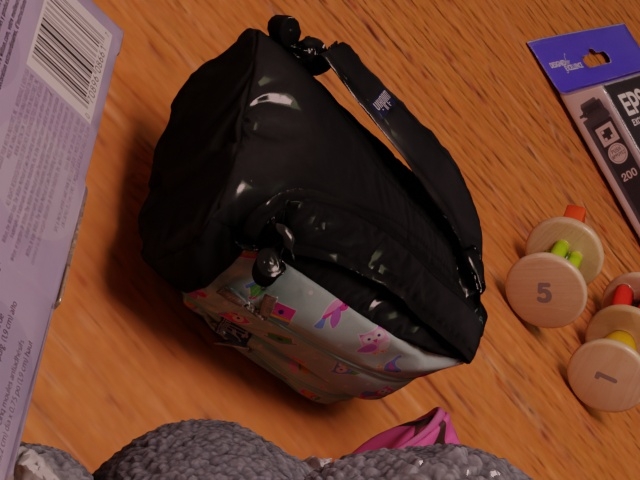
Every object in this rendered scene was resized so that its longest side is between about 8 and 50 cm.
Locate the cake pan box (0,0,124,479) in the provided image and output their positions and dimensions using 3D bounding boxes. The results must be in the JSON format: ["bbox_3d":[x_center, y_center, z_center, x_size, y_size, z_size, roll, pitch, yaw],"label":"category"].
[{"bbox_3d":[-0.192,-0.061,0.637,0.246,0.070,0.267,44,39,-38],"label":"cake pan box"}]

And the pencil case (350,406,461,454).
[{"bbox_3d":[0.070,0.189,0.818,0.098,0.095,0.209,-25,82,-42],"label":"pencil case"}]

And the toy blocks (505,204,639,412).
[{"bbox_3d":[0.186,0.029,1.140,0.123,0.054,0.148,54,32,-9],"label":"toy blocks"}]

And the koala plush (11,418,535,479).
[{"bbox_3d":[-0.021,0.137,0.648,0.196,0.203,0.221,7,15,-37],"label":"koala plush"}]

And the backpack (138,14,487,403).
[{"bbox_3d":[0.000,0.000,0.853,0.182,0.115,0.152,38,49,-31],"label":"backpack"}]

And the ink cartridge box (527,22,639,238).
[{"bbox_3d":[0.268,-0.086,1.361,0.206,0.045,0.208,-21,80,-57],"label":"ink cartridge box"}]
